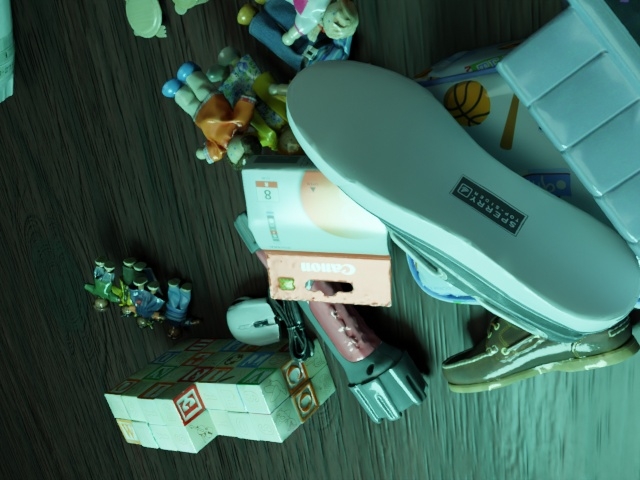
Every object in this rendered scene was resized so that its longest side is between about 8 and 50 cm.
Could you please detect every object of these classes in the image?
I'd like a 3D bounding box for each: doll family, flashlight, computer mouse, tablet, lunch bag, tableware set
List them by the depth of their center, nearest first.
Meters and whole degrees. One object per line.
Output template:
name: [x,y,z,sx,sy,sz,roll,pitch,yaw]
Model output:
lunch bag: [0.201,-0.051,0.553,0.304,0.115,0.243,-1,114,38]
doll family: [-0.033,-0.182,0.686,0.163,0.118,0.263,48,115,16]
flashlight: [0.020,0.074,0.770,0.103,0.103,0.304,-35,91,14]
tableware set: [-0.207,-0.339,0.784,0.141,0.020,0.168,-7,106,38]
computer mouse: [-0.084,0.115,0.879,0.193,0.042,0.106,-14,97,55]
doll family: [-0.284,0.098,1.026,0.193,0.076,0.111,24,118,18]
tablet: [-0.300,0.074,1.080,0.083,0.006,0.054,-11,105,40]

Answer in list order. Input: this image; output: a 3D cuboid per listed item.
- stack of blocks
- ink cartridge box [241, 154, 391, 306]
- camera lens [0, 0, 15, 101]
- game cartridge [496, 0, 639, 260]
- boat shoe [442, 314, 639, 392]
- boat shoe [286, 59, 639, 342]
stack of blocks: [-0.149,0.219,0.925,0.297,0.171,0.087,-8,107,40]
ink cartridge box: [0.000,0.000,0.666,0.146,0.045,0.179,3,117,12]
camera lens: [-0.568,-0.348,0.923,0.219,0.219,0.274,29,127,23]
game cartridge: [0.311,-0.132,0.366,0.355,0.068,0.230,-37,91,18]
boat shoe: [0.210,0.101,0.654,0.207,0.073,0.073,-26,94,36]
boat shoe: [0.095,-0.027,0.505,0.301,0.108,0.102,35,157,11]
